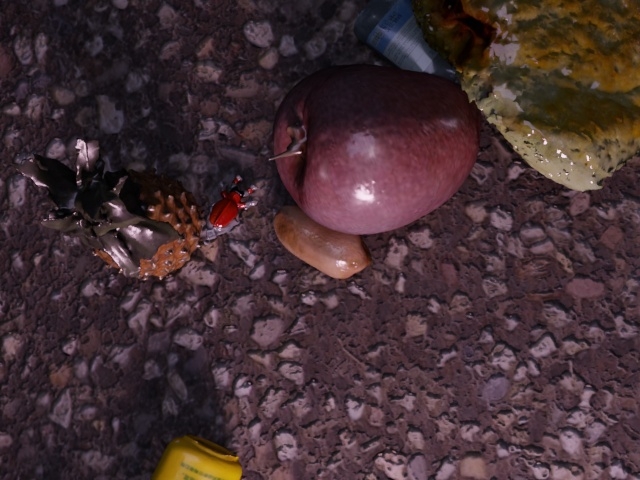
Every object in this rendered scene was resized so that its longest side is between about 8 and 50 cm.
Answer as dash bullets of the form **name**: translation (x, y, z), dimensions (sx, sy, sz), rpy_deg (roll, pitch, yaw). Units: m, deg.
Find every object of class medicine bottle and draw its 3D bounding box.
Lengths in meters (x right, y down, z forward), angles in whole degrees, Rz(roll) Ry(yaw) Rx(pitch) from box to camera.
- **medicine bottle**: translation (-0.211, 0.409, 1.528), dimensions (0.111, 0.076, 0.309), rpy_deg (26, 91, -17)
- **medicine bottle**: translation (0.148, -0.266, 1.612), dimensions (0.208, 0.054, 0.090), rpy_deg (40, 86, 12)

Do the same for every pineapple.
- **pineapple**: translation (-0.263, -0.030, 1.475), dimensions (0.166, 0.364, 0.165), rpy_deg (-1, 85, 10)

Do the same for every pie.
- **pie**: translation (0.327, -0.282, 1.514), dimensions (0.395, 0.180, 0.418), rpy_deg (-28, 79, -22)

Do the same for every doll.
- **doll**: translation (-0.135, -0.041, 1.622), dimensions (0.057, 0.039, 0.114), rpy_deg (38, 72, -18)

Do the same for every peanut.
- **peanut**: translation (0.000, 0.000, 1.574), dimensions (0.152, 0.076, 0.076), rpy_deg (27, 85, 16)

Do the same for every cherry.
- **cherry**: translation (0.073, -0.125, 1.503), dimensions (0.307, 0.261, 0.221), rpy_deg (-15, 115, -19)
